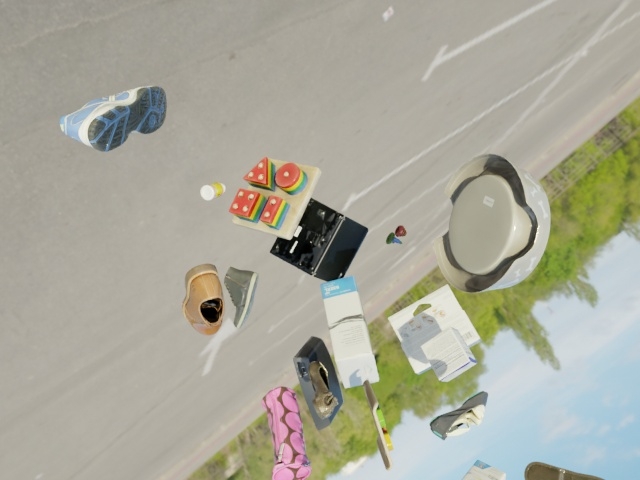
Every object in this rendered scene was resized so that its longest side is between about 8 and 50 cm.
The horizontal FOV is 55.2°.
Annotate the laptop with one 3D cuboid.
[{"bbox_3d":[0.000,0.000,2.116,0.234,0.264,0.136,-62,177,3],"label":"laptop"}]

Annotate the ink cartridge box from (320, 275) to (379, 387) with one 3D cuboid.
[{"bbox_3d":[0.100,0.315,2.104,0.128,0.308,0.223,-13,141,3],"label":"ink cartridge box"}]

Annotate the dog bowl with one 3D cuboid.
[{"bbox_3d":[0.429,-0.037,1.542,0.102,0.349,0.349,8,142,-26],"label":"dog bowl"}]

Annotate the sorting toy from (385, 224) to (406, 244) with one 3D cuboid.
[{"bbox_3d":[0.295,-0.012,2.342,0.102,0.042,0.061,-47,-155,40],"label":"sorting toy"}]

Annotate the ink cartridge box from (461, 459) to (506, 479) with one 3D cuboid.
[{"bbox_3d":[0.441,0.676,1.685,0.122,0.088,0.052,-28,123,-41],"label":"ink cartridge box"}]

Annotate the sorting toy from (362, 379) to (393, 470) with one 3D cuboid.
[{"bbox_3d":[0.174,0.537,1.804,0.038,0.209,0.193,-14,-170,-3],"label":"sorting toy"}]

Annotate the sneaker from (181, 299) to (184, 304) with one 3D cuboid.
[{"bbox_3d":[-0.354,0.170,1.738,0.119,0.047,0.057,0,-114,57],"label":"sneaker"}]

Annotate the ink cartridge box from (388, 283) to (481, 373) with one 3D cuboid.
[{"bbox_3d":[0.428,0.338,2.325,0.275,0.239,0.060,-31,154,10],"label":"ink cartridge box"}]

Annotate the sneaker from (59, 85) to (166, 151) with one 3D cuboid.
[{"bbox_3d":[-0.319,-0.204,0.970,0.211,0.081,0.080,-45,145,-59],"label":"sneaker"}]

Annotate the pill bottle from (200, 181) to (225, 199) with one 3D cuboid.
[{"bbox_3d":[-0.301,-0.141,1.734,0.043,0.043,0.083,-46,175,24],"label":"pill bottle"}]

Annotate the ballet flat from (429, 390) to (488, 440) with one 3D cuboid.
[{"bbox_3d":[0.385,0.472,1.628,0.203,0.074,0.074,-20,160,-24],"label":"ballet flat"}]

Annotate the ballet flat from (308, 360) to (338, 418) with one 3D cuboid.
[{"bbox_3d":[0.009,0.386,1.622,0.058,0.084,0.250,-31,-167,5],"label":"ballet flat"}]

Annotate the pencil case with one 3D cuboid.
[{"bbox_3d":[-0.078,0.416,1.322,0.095,0.209,0.098,-36,129,13],"label":"pencil case"}]

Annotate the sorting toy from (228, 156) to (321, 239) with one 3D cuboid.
[{"bbox_3d":[-0.163,-0.158,2.018,0.089,0.257,0.256,39,71,-51],"label":"sorting toy"}]

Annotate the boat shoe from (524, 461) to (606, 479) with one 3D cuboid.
[{"bbox_3d":[0.735,0.705,1.720,0.104,0.307,0.111,41,72,-52],"label":"boat shoe"}]

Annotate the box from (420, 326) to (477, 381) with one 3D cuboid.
[{"bbox_3d":[0.426,0.379,2.038,0.126,0.137,0.072,-38,147,19],"label":"box"}]

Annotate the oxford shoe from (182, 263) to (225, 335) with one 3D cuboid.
[{"bbox_3d":[-0.202,0.128,1.087,0.076,0.076,0.212,-18,151,-16],"label":"oxford shoe"}]

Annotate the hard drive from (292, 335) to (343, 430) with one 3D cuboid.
[{"bbox_3d":[0.000,0.446,1.934,0.054,0.255,0.172,-12,-167,26],"label":"hard drive"}]

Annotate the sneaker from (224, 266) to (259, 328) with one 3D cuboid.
[{"bbox_3d":[-0.313,0.211,2.285,0.083,0.118,0.222,-14,120,-82],"label":"sneaker"}]
